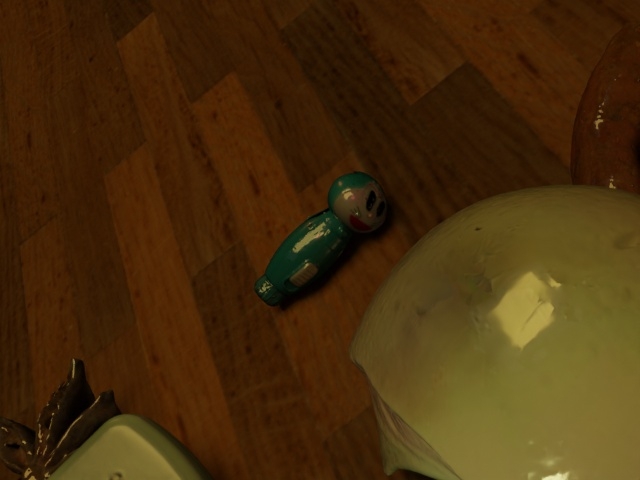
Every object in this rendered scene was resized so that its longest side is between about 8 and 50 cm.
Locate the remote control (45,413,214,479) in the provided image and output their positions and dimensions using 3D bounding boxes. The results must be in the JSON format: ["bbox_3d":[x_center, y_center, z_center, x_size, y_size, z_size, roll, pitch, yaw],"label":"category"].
[{"bbox_3d":[-0.188,0.258,0.708,0.296,0.056,0.140,-44,71,2],"label":"remote control"}]

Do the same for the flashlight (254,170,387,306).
[{"bbox_3d":[0.000,0.000,0.815,0.129,0.051,0.051,-45,38,10],"label":"flashlight"}]

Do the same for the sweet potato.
[{"bbox_3d":[0.194,-0.059,0.684,0.055,0.058,0.202,3,64,17],"label":"sweet potato"}]

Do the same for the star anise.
[{"bbox_3d":[-0.209,0.196,0.812,0.182,0.065,0.195,-51,50,-4],"label":"star anise"}]

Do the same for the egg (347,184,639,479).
[{"bbox_3d":[0.110,0.054,0.551,0.271,0.162,0.206,23,86,46],"label":"egg"}]
